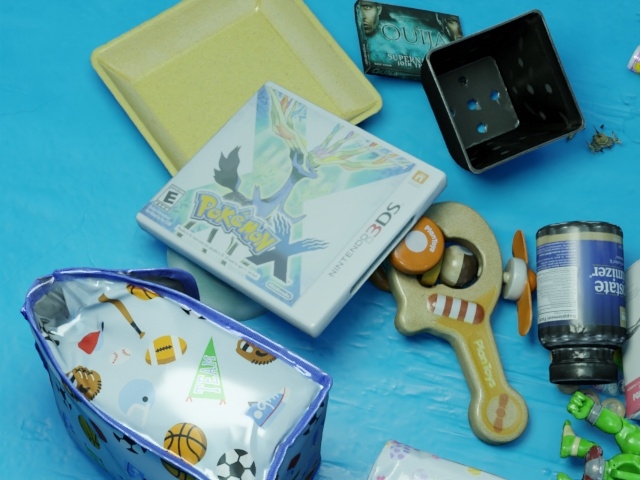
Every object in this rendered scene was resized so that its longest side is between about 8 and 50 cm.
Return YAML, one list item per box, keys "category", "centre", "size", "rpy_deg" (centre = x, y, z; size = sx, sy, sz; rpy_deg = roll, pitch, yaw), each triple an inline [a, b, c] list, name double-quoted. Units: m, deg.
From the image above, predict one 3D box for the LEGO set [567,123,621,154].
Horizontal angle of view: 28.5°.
- category: "LEGO set"
  centre: [0.424, -0.156, 1.950]
  size: [0.083, 0.023, 0.054]
  rpy_deg: [30, 66, 25]

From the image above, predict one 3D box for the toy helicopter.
- category: "toy helicopter"
  centre: [0.223, 0.112, 1.788]
  size: [0.235, 0.140, 0.355]
  rpy_deg: [-14, 78, -17]

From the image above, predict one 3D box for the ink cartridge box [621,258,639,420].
- category: "ink cartridge box"
  centre: [0.511, 0.143, 1.766]
  size: [0.159, 0.092, 0.218]
  rpy_deg: [6, 64, -11]

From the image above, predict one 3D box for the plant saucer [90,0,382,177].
- category: "plant saucer"
  centre: [-0.129, -0.229, 1.936]
  size: [0.333, 0.081, 0.333]
  rpy_deg: [-32, 71, -13]

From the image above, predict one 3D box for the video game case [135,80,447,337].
- category: "video game case"
  centre: [-0.042, -0.055, 1.752]
  size: [0.329, 0.036, 0.300]
  rpy_deg: [30, 66, 27]

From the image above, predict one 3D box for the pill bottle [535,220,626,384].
- category: "pill bottle"
  centre: [0.364, 0.089, 1.759]
  size: [0.123, 0.123, 0.219]
  rpy_deg: [0, 79, -1]

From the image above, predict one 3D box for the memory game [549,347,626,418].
- category: "memory game"
  centre: [0.421, 0.173, 1.806]
  size: [0.186, 0.012, 0.186]
  rpy_deg: [0, 67, -1]

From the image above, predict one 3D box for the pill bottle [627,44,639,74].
- category: "pill bottle"
  centre: [0.530, -0.273, 1.987]
  size: [0.083, 0.043, 0.043]
  rpy_deg: [29, 69, 11]

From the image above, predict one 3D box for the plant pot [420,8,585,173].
- category: "plant pot"
  centre: [0.249, -0.213, 1.870]
  size: [0.187, 0.167, 0.188]
  rpy_deg: [-23, 94, -11]

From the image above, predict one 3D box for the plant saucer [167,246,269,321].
- category: "plant saucer"
  centre: [-0.121, 0.022, 1.803]
  size: [0.195, 0.037, 0.195]
  rpy_deg: [-1, 93, -11]

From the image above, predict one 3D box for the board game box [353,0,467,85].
- category: "board game box"
  centre: [0.144, -0.307, 1.964]
  size: [0.186, 0.026, 0.126]
  rpy_deg: [4, 64, -27]

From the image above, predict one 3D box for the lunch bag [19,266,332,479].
- category: "lunch bag"
  centre: [-0.191, 0.205, 1.608]
  size: [0.385, 0.328, 0.239]
  rpy_deg: [27, 64, 12]

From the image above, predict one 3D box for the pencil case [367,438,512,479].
- category: "pencil case"
  centre: [0.189, 0.358, 1.651]
  size: [0.273, 0.113, 0.124]
  rpy_deg: [18, 86, 14]

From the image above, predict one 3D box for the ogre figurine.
- category: "ogre figurine"
  centre: [0.378, 0.315, 1.698]
  size: [0.118, 0.097, 0.197]
  rpy_deg: [10, 62, 10]
